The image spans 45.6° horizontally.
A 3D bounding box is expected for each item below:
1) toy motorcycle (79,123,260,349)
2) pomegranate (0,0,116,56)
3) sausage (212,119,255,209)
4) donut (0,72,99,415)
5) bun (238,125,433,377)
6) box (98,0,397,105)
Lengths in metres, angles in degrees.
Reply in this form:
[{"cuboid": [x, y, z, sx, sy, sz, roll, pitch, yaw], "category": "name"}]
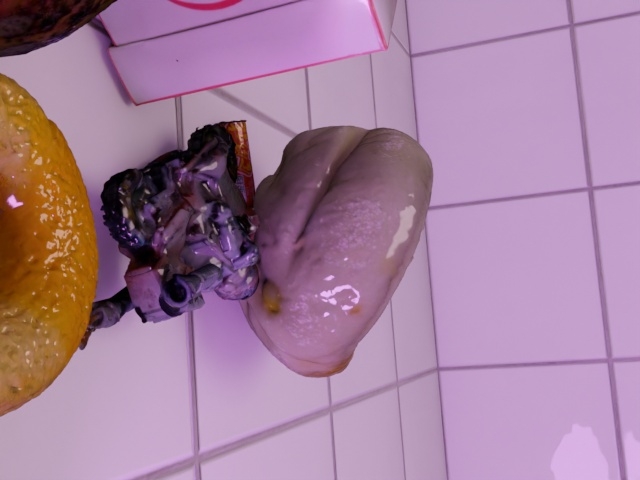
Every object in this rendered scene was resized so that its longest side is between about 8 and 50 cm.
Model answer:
[{"cuboid": [-0.158, 0.011, 0.815, 0.401, 0.134, 0.207, -53, 127, -65], "category": "toy motorcycle"}, {"cuboid": [-0.186, -0.264, 0.501, 0.285, 0.341, 0.284, -5, 90, -79], "category": "pomegranate"}, {"cuboid": [-0.119, -0.098, 1.086, 0.050, 0.048, 0.145, -24, 109, -65], "category": "sausage"}, {"cuboid": [-0.264, 0.004, 0.534, 0.303, 0.110, 0.302, -7, 90, -74], "category": "donut"}, {"cuboid": [0.000, 0.000, 1.042, 0.365, 0.219, 0.365, -158, -90, -84], "category": "bun"}, {"cuboid": [-0.093, -0.378, 0.850, 0.314, 0.312, 0.300, -76, 151, -46], "category": "box"}]
